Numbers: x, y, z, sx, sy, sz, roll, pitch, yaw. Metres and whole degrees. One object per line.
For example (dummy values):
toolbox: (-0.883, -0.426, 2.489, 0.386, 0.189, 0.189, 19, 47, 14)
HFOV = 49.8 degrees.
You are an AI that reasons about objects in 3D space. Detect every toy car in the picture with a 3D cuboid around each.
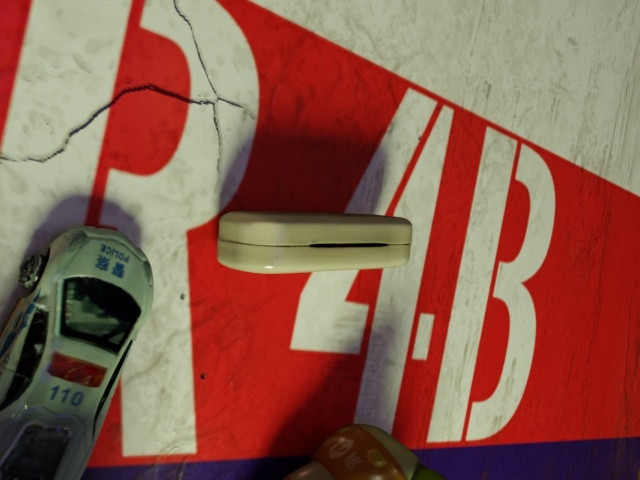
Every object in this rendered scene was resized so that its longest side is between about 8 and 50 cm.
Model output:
toy car: (0.008, 0.299, 0.651, 0.235, 0.145, 0.235, -4, 99, -24)
toy car: (-0.184, 0.087, 0.489, 0.095, 0.056, 0.205, 31, 76, -38)

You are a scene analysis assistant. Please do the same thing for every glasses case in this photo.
glasses case: (0.000, 0.000, 0.622, 0.196, 0.083, 0.050, -1, 98, -40)
